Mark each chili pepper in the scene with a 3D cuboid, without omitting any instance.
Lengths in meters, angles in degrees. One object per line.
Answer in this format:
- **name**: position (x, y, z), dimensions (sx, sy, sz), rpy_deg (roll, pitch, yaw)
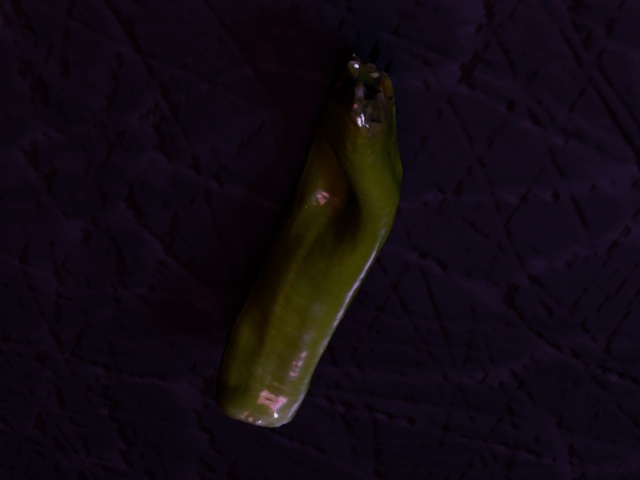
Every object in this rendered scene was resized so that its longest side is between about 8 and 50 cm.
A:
- **chili pepper**: position (0.000, 0.000, 0.791), dimensions (0.050, 0.052, 0.202), rpy_deg (-6, 140, -25)
